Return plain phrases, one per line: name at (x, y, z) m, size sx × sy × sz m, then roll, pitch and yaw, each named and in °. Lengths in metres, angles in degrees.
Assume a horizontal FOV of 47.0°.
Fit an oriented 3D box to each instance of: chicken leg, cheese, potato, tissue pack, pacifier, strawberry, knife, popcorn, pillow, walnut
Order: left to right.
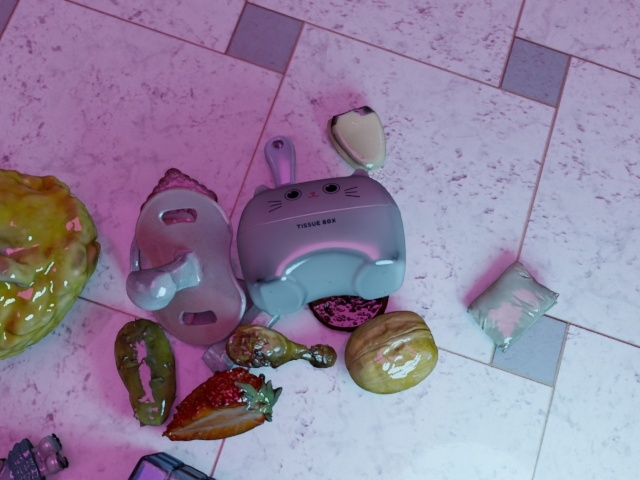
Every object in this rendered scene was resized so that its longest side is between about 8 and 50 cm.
popcorn at (-0.639, 0.047, 1.435) m, size 0.344 × 0.354 × 0.390 m, roll 34°, pitch 31°, yaw 24°
potato at (-0.356, 0.269, 1.515) m, size 0.117 × 0.090 × 0.226 m, roll -14°, pitch 77°, yaw -8°
pacifier at (-0.278, 0.060, 1.486) m, size 0.220 × 0.273 × 0.333 m, roll -11°, pitch 100°, yaw -12°
strawberry at (-0.204, 0.340, 1.503) m, size 0.228 × 0.174 × 0.098 m, roll -32°, pitch 49°, yaw 21°
knife at (-0.083, -0.075, 1.648) m, size 0.080 × 0.044 × 0.332 m, roll -7°, pitch 78°, yaw 1°
chicken leg at (-0.076, 0.225, 1.516) m, size 0.251 × 0.107 × 0.087 m, roll 13°, pitch 81°, yaw -32°
tissue pack at (0.000, 0.000, 1.499) m, size 0.332 × 0.229 × 0.236 m, roll -9°, pitch 63°, yaw -1°
cheese at (0.111, -0.183, 1.686) m, size 0.127 × 0.054 × 0.252 m, roll -20°, pitch 80°, yaw -10°
walnut at (0.145, 0.235, 1.533) m, size 0.197 × 0.165 × 0.165 m, roll -28°, pitch 80°, yaw -11°
pillow at (0.419, 0.147, 1.620) m, size 0.181 × 0.078 × 0.134 m, roll -43°, pitch 80°, yaw -10°

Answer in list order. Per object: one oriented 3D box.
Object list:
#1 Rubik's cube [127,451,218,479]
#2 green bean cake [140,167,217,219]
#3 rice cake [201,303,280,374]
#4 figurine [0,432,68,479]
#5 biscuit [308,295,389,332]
Rubik's cube at (-0.257, 0.580, 1.346) m, size 0.293 × 0.287 × 0.292 m, roll 29°, pitch 75°, yaw 3°
green bean cake at (-0.309, -0.075, 1.621) m, size 0.135 × 0.056 × 0.136 m, roll 32°, pitch 76°, yaw 5°
rice cake at (-0.165, 0.199, 1.562) m, size 0.069 × 0.063 × 0.206 m, roll 40°, pitch 75°, yaw 9°
figurine at (-0.626, 0.462, 1.440) m, size 0.245 × 0.110 × 0.138 m, roll -26°, pitch 70°, yaw -14°
biscuit at (0.062, 0.107, 1.613) m, size 0.191 × 0.049 × 0.192 m, roll 0°, pitch 79°, yaw 2°
